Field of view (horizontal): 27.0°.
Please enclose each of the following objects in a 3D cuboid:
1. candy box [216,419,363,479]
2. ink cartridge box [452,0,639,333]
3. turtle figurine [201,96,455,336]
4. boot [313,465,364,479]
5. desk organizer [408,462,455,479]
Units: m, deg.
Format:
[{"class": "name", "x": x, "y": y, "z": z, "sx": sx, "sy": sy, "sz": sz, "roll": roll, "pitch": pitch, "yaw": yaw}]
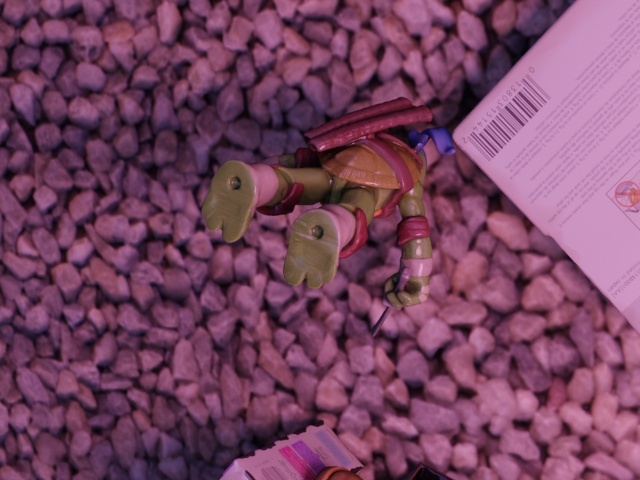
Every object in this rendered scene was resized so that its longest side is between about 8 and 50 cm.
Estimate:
[{"class": "candy box", "x": -0.066, "y": 0.275, "z": 1.335, "sx": 0.070, "sy": 0.196, "sz": 0.165, "roll": 47, "pitch": 112, "yaw": 15}, {"class": "ink cartridge box", "x": 0.308, "y": -0.109, "z": 1.199, "sx": 0.261, "sy": 0.066, "sz": 0.296, "roll": 49, "pitch": 112, "yaw": 14}, {"class": "turtle figurine", "x": 0.000, "y": 0.000, "z": 1.249, "sx": 0.274, "sy": 0.266, "sz": 0.198, "roll": -31, "pitch": 83, "yaw": 27}, {"class": "boot", "x": 0.096, "y": 0.341, "z": 1.281, "sx": 0.115, "sy": 0.112, "sz": 0.305, "roll": -20, "pitch": 105, "yaw": 41}, {"class": "desk organizer", "x": 0.139, "y": 0.275, "z": 1.321, "sx": 0.130, "sy": 0.047, "sz": 0.050, "roll": 25, "pitch": 102, "yaw": 22}]
